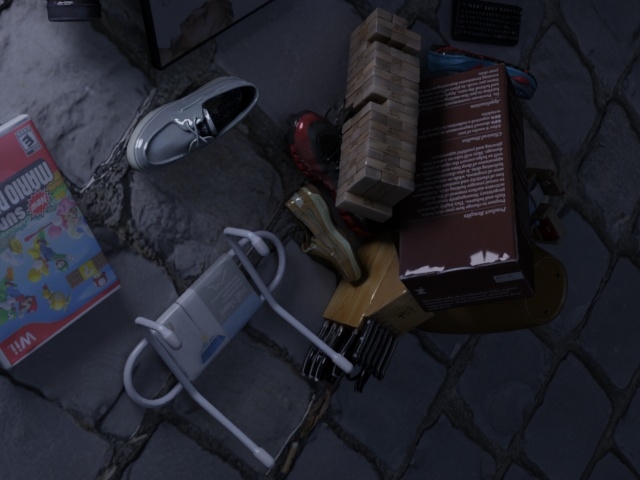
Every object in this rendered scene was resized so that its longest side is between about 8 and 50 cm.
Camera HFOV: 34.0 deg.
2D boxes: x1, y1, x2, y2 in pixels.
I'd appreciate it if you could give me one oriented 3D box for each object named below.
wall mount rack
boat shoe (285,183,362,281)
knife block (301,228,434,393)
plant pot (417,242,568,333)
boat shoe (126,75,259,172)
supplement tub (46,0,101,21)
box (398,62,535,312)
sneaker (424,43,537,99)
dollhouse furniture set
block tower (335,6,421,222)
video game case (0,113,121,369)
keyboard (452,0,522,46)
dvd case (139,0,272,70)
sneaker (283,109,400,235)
[{"bbox_3d":[-0.118,0.161,1.607,0.350,0.130,0.304,-47,124,-24],"label":"wall mount rack"},{"bbox_3d":[0.000,0.000,1.733,0.072,0.068,0.190,-37,110,-16],"label":"boat shoe"},{"bbox_3d":[0.065,0.120,1.800,0.088,0.242,0.276,41,26,-37],"label":"knife block"},{"bbox_3d":[0.304,0.069,1.869,0.237,0.254,0.237,-6,100,-39],"label":"plant pot"},{"bbox_3d":[-0.182,-0.175,1.532,0.227,0.081,0.079,-40,120,-29],"label":"boat shoe"},{"bbox_3d":[-0.327,-0.387,1.362,0.106,0.106,0.198,-9,103,-39],"label":"supplement tub"},{"bbox_3d":[0.239,-0.088,1.718,0.143,0.191,0.382,52,35,-51],"label":"box"},{"bbox_3d":[0.283,-0.278,1.917,0.261,0.104,0.125,7,107,-35],"label":"sneaker"},{"bbox_3d":[0.403,-0.033,2.017,0.129,0.129,0.184,-51,125,-22],"label":"dollhouse furniture set"},{"bbox_3d":[0.095,-0.202,1.659,0.090,0.097,0.336,18,61,-23],"label":"block tower"},{"bbox_3d":[-0.411,0.003,1.404,0.204,0.025,0.285,-39,120,-29],"label":"video game case"},{"bbox_3d":[0.314,-0.422,1.953,0.180,0.023,0.108,-4,99,-41],"label":"keyboard"},{"bbox_3d":[-0.157,-0.377,1.513,0.253,0.022,0.180,-39,145,-29],"label":"dvd case"},{"bbox_3d":[0.052,-0.108,1.707,0.098,0.135,0.276,-52,124,-19],"label":"sneaker"}]
